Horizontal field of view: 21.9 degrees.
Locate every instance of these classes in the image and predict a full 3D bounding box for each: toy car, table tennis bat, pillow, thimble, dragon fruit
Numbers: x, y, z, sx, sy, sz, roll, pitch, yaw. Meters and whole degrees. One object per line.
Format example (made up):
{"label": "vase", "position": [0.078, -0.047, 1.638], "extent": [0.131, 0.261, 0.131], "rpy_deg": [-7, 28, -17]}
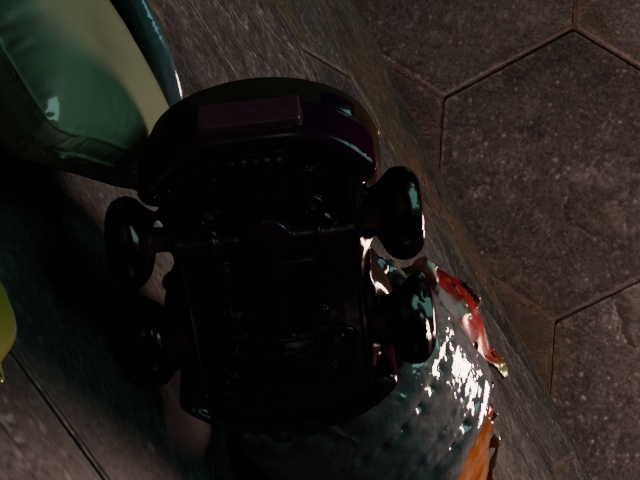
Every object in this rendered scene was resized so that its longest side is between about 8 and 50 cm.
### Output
{"label": "toy car", "position": [-0.042, -0.008, 1.469], "extent": [0.240, 0.271, 0.340], "rpy_deg": [-94, 179, -53]}
{"label": "table tennis bat", "position": [-0.231, -0.247, 1.644], "extent": [0.329, 0.044, 0.215], "rpy_deg": [58, -19, 3]}
{"label": "pillow", "position": [-0.238, -0.161, 1.433], "extent": [0.255, 0.120, 0.322], "rpy_deg": [60, 12, 11]}
{"label": "thimble", "position": [0.042, 0.155, 1.628], "extent": [0.217, 0.245, 0.157], "rpy_deg": [25, -21, 48]}
{"label": "dragon fruit", "position": [0.149, 0.161, 2.225], "extent": [0.200, 0.198, 0.269], "rpy_deg": [60, 20, -69]}

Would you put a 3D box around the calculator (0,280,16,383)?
{"label": "calculator", "position": [-0.277, -0.003, 1.145], "extent": [0.236, 0.033, 0.157], "rpy_deg": [62, 11, -12]}

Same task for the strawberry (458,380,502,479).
{"label": "strawberry", "position": [0.089, 0.298, 1.747], "extent": [0.253, 0.150, 0.280], "rpy_deg": [73, 36, -55]}
